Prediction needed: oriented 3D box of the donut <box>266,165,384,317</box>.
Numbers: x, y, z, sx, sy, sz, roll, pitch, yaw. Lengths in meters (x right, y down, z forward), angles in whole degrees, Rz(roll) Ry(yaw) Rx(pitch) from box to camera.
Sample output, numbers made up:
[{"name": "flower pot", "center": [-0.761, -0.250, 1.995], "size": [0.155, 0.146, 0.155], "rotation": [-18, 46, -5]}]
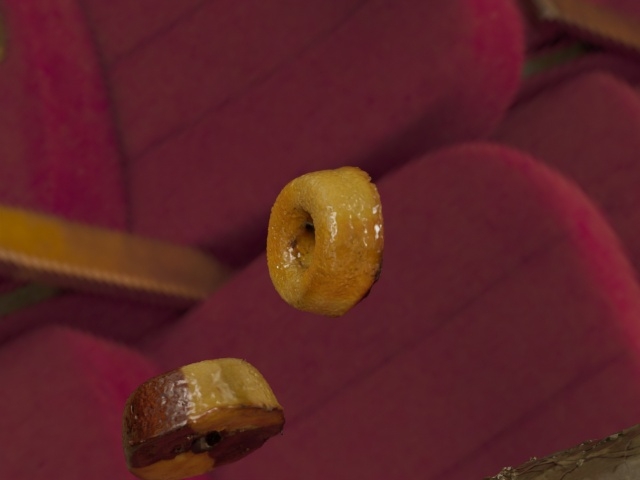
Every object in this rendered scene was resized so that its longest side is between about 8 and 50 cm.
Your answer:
[{"name": "donut", "center": [0.000, 0.000, 1.806], "size": [0.058, 0.152, 0.152], "rotation": [2, 53, -29]}]

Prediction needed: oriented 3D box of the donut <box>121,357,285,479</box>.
[{"name": "donut", "center": [-0.118, 0.172, 1.862], "size": [0.184, 0.166, 0.073], "rotation": [63, 9, -71]}]

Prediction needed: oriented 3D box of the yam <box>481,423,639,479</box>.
[{"name": "yam", "center": [0.194, 0.233, 1.313], "size": [0.202, 0.271, 0.201], "rotation": [40, 28, -55]}]
